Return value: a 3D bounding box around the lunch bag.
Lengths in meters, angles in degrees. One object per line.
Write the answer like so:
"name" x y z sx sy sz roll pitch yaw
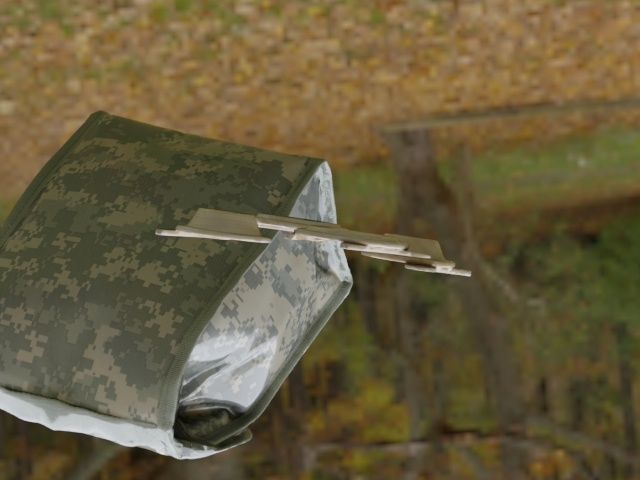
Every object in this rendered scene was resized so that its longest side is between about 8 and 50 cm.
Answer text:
"lunch bag" -0.143 0.053 1.447 0.235 0.169 0.287 13 -134 26

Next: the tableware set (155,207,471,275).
"tableware set" 0.000 0.000 1.045 0.168 0.020 0.141 10 -178 35
